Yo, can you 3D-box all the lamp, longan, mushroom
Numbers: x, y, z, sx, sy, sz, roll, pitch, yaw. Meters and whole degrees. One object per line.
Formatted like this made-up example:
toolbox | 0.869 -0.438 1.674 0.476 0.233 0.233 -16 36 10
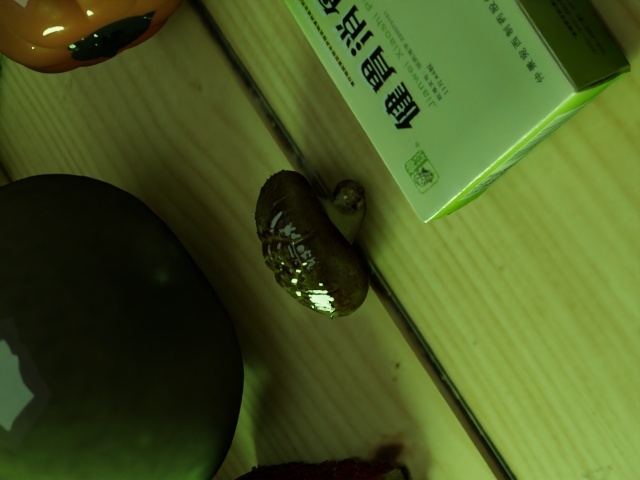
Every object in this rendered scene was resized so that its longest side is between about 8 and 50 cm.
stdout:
lamp | -0.209 -0.235 0.981 0.188 0.188 0.163 -33 81 54
longan | -0.226 0.107 1.115 0.288 0.288 0.350 -16 101 54
mushroom | -0.007 0.003 0.942 0.126 0.085 0.109 57 144 20

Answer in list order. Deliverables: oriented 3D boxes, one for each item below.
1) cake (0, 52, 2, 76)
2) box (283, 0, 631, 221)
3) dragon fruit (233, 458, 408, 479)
cake | -0.388 -0.191 1.365 0.051 0.055 0.140 48 158 21
box | 0.065 -0.165 0.778 0.260 0.062 0.175 59 143 9
dragon fruit | -0.013 0.296 1.078 0.274 0.126 0.161 -16 96 54
